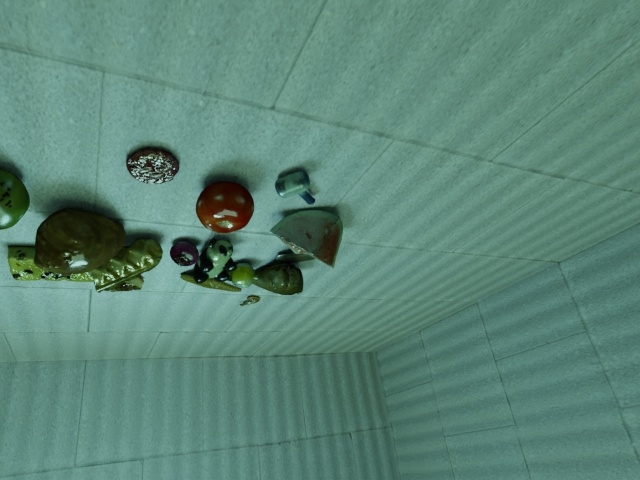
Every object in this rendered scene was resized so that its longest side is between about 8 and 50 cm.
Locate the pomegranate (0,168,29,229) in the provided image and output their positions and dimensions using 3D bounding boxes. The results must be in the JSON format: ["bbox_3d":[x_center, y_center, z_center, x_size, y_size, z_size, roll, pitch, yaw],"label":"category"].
[{"bbox_3d":[-0.900,-0.096,1.197,0.180,0.209,0.179,-10,139,-9],"label":"pomegranate"}]

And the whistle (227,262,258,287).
[{"bbox_3d":[-0.384,0.144,1.973,0.224,0.122,0.122,10,155,9],"label":"whistle"}]

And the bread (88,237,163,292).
[{"bbox_3d":[-0.720,0.084,1.638,0.268,0.129,0.152,-26,165,-16],"label":"bread"}]

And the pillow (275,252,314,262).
[{"bbox_3d":[-0.083,0.068,1.948,0.233,0.038,0.131,-11,161,16],"label":"pillow"}]

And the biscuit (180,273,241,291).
[{"bbox_3d":[-0.500,0.195,1.988,0.255,0.029,0.172,3,163,35],"label":"biscuit"}]

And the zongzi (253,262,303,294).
[{"bbox_3d":[-0.231,0.168,1.968,0.301,0.145,0.274,3,170,3],"label":"zongzi"}]

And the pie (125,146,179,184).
[{"bbox_3d":[-0.487,-0.215,1.276,0.155,0.036,0.154,-7,152,-4],"label":"pie"}]

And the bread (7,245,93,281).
[{"bbox_3d":[-0.973,0.094,1.673,0.362,0.077,0.138,3,135,-22],"label":"bread"}]

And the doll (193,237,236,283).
[{"bbox_3d":[-0.428,0.084,1.774,0.144,0.134,0.234,-1,153,-34],"label":"doll"}]

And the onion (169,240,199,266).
[{"bbox_3d":[-0.536,0.056,1.726,0.115,0.104,0.115,5,138,5],"label":"onion"}]

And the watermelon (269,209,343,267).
[{"bbox_3d":[-0.029,0.000,1.689,0.256,0.175,0.260,-15,158,11],"label":"watermelon"}]

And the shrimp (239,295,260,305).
[{"bbox_3d":[-0.394,0.330,2.398,0.127,0.025,0.091,-21,151,14],"label":"shrimp"}]

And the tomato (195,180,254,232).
[{"bbox_3d":[-0.309,-0.110,1.426,0.196,0.135,0.195,-5,155,-2],"label":"tomato"}]

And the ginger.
[{"bbox_3d":[-0.775,0.009,1.434,0.270,0.222,0.200,23,119,-38],"label":"ginger"}]

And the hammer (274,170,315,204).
[{"bbox_3d":[-0.067,-0.163,1.477,0.116,0.069,0.194,-19,157,17],"label":"hammer"}]

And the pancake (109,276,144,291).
[{"bbox_3d":[-0.919,0.172,1.923,0.245,0.057,0.266,-18,149,37],"label":"pancake"}]
